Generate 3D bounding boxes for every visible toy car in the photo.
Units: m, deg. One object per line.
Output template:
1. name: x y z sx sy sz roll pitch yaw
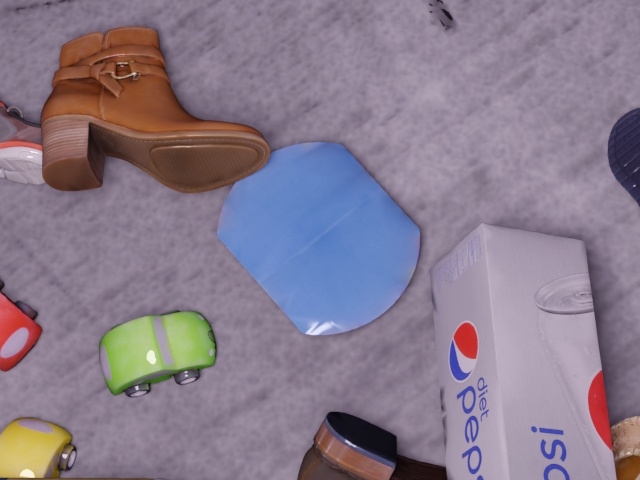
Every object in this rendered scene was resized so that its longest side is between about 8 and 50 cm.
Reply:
1. toy car: -0.199 0.105 1.230 0.225 0.053 0.239 -17 74 1

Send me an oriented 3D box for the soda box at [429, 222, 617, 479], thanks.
1. soda box: 0.154 0.135 1.124 0.098 0.091 0.286 10 59 -21

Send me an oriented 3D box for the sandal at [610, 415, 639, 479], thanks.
1. sandal: 0.256 0.165 1.173 0.079 0.088 0.240 22 68 43

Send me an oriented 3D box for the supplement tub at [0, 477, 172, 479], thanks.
1. supplement tub: -0.171 0.253 1.133 0.199 0.144 0.144 1 74 -4

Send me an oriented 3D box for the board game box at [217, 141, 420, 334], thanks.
1. board game box: 0.000 0.000 1.253 0.133 0.033 0.169 -39 77 -12

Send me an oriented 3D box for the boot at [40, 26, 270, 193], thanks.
1. boot: -0.140 -0.119 1.266 0.197 0.073 0.152 -1 52 0

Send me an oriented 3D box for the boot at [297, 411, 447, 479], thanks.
1. boot: 0.076 0.231 1.174 0.219 0.082 0.106 31 106 2

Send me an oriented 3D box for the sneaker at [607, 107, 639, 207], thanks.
1. sneaker: 0.283 -0.045 1.230 0.053 0.059 0.144 -36 54 27

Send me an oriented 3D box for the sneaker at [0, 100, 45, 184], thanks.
1. sneaker: -0.299 -0.092 1.300 0.158 0.061 0.065 10 61 0
